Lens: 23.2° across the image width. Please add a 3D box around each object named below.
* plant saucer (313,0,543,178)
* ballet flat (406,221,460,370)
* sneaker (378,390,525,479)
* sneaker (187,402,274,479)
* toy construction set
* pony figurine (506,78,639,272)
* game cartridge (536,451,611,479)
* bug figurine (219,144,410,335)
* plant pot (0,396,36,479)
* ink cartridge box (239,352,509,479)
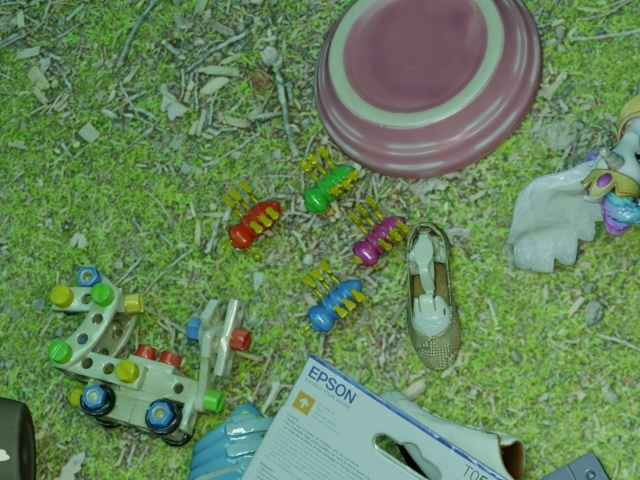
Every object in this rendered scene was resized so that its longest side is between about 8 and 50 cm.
[{"bbox_3d":[0.141,-0.251,2.186,0.332,0.084,0.332,-8,63,17],"label":"plant saucer"},{"bbox_3d":[0.140,0.067,2.048,0.073,0.067,0.206,-13,63,13],"label":"ballet flat"},{"bbox_3d":[0.177,0.265,1.912,0.123,0.106,0.290,-35,44,-8],"label":"sneaker"},{"bbox_3d":[-0.036,0.306,1.971,0.319,0.127,0.208,-2,67,18],"label":"sneaker"},{"bbox_3d":[-0.231,0.151,2.109,0.328,0.151,0.215,7,68,34],"label":"toy construction set"},{"bbox_3d":[0.396,-0.088,1.905,0.303,0.351,0.363,17,54,22],"label":"pony figurine"},{"bbox_3d":[0.287,0.428,1.780,0.230,0.068,0.355,-27,43,2],"label":"game cartridge"},{"bbox_3d":[0.000,0.000,2.128,0.216,0.072,0.279,-39,55,-8],"label":"bug figurine"},{"bbox_3d":[-0.507,0.292,2.097,0.229,0.263,0.263,-3,64,0],"label":"plant pot"},{"bbox_3d":[0.052,0.349,1.803,0.324,0.071,0.330,32,100,18],"label":"ink cartridge box"}]
